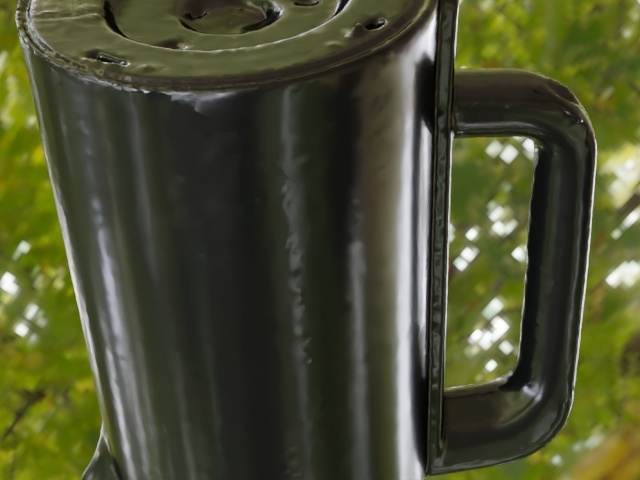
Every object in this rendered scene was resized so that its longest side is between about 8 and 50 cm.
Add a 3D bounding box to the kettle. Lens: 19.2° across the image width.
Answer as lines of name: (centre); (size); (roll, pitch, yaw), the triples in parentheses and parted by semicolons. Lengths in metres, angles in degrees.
kettle: (-0.011, -0.005, 1.000); (0.262, 0.308, 0.203); (-24, -143, -28)
